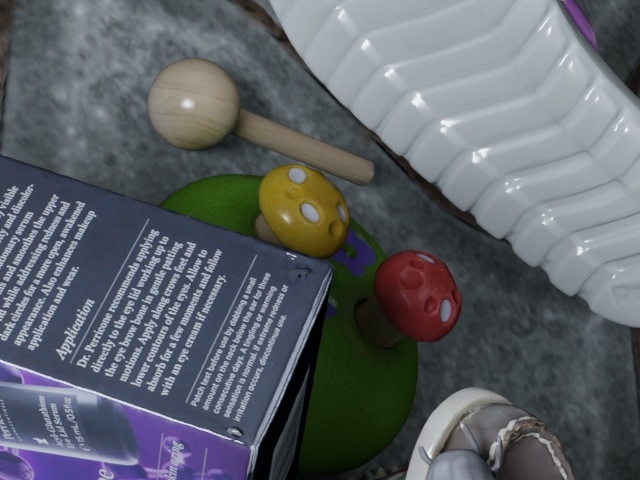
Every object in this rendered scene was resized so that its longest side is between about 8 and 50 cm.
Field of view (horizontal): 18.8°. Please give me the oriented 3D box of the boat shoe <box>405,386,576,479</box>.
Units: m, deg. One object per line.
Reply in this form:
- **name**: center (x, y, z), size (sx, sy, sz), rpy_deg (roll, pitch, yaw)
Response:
- **boat shoe**: center (0.114, 0.229, 0.950), size (0.117, 0.097, 0.324), rpy_deg (-20, 110, -38)

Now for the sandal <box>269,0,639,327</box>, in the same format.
- **sandal**: center (0.103, -0.116, 1.199), size (0.416, 0.169, 0.102), rpy_deg (51, 31, -12)

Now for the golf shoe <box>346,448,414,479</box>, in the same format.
- **golf shoe**: center (0.015, 0.192, 0.974), size (0.306, 0.115, 0.140), rpy_deg (-15, 80, -44)

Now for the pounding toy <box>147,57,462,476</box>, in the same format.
- **pounding toy**: center (0.000, 0.000, 1.048), size (0.183, 0.110, 0.237), rpy_deg (19, 47, -32)

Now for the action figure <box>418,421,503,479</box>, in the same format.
- **action figure**: center (0.082, 0.220, 0.846), size (0.099, 0.185, 0.285), rpy_deg (6, 70, -49)

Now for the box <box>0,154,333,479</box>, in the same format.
- **box**: center (-0.112, 0.062, 0.842), size (0.207, 0.153, 0.108), rpy_deg (17, 49, 8)
